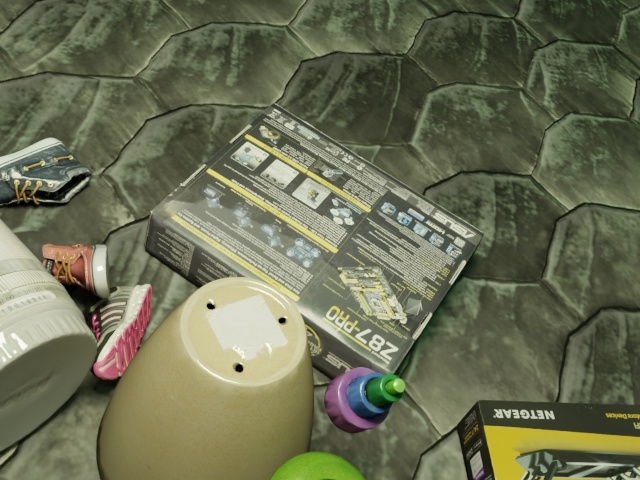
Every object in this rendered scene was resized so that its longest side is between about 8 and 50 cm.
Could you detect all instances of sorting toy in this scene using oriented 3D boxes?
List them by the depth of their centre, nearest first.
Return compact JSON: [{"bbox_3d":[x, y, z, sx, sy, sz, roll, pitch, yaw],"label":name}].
[{"bbox_3d":[0.015,0.279,0.788,0.127,0.126,0.366,29,59,-14],"label":"sorting toy"}]

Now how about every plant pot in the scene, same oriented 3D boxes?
[{"bbox_3d":[-0.109,0.168,0.925,0.256,0.274,0.257,9,50,-11],"label":"plant pot"}]

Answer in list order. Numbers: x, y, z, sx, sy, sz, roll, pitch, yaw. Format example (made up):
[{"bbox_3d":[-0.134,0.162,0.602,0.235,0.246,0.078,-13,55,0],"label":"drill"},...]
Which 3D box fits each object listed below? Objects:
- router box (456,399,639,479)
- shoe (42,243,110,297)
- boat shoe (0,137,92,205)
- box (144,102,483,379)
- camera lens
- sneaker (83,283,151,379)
[{"bbox_3d":[0.349,0.334,1.070,0.308,0.081,0.243,4,52,-15],"label":"router box"},{"bbox_3d":[-0.308,0.037,1.052,0.081,0.178,0.064,-3,96,-16],"label":"shoe"},{"bbox_3d":[-0.408,-0.076,1.158,0.083,0.065,0.183,38,50,15],"label":"boat shoe"},{"bbox_3d":[0.000,0.000,1.215,0.394,0.097,0.318,33,48,9],"label":"box"},{"bbox_3d":[-0.412,0.080,0.929,0.274,0.219,0.219,43,52,17],"label":"camera lens"},{"bbox_3d":[-0.266,0.111,1.049,0.074,0.063,0.170,4,33,4],"label":"sneaker"}]
